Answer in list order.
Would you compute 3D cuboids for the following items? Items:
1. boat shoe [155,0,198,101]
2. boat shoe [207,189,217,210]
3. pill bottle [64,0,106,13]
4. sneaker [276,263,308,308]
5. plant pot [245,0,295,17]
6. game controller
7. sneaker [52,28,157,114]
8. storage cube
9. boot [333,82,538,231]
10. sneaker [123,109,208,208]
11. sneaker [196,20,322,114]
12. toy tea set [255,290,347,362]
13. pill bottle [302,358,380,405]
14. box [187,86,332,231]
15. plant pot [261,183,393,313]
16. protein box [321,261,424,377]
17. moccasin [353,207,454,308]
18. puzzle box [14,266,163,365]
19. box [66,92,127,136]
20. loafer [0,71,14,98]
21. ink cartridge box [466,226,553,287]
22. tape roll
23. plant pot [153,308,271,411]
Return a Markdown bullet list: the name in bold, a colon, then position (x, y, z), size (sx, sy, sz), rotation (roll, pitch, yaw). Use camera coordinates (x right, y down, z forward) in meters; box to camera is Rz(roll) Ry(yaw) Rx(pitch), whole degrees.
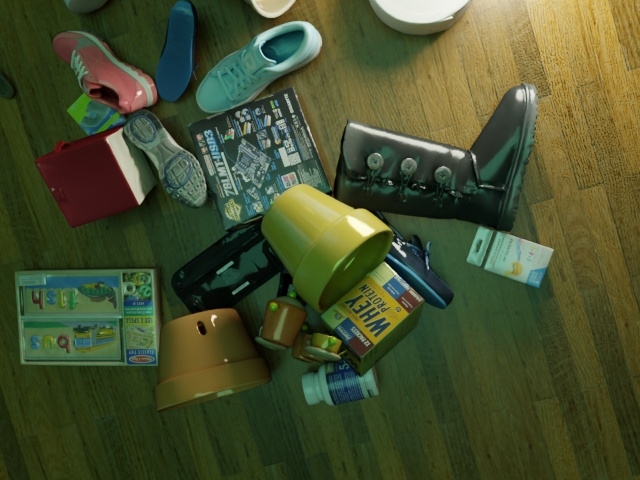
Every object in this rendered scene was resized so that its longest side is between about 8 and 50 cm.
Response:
- **boat shoe**: position (-0.356, -0.488, 1.480), size (0.109, 0.089, 0.258), rotation (23, 119, -9)
- **boat shoe**: position (-0.263, -0.094, 1.522), size (0.137, 0.049, 0.043), rotation (29, 99, -1)
- **pill bottle**: position (-0.664, -0.738, 1.472), size (0.152, 0.152, 0.271), rotation (-27, 90, 8)
- **sneaker**: position (-0.043, 0.051, 1.459), size (0.107, 0.124, 0.283), rotation (13, 95, 16)
- **plant pot**: position (-0.211, -0.748, 1.356), size (0.306, 0.334, 0.333), rotation (25, 96, 15)
- **game controller**: position (-0.245, 0.081, 1.532), size (0.319, 0.067, 0.166), rotation (-35, 104, 8)
- **sneaker**: position (-0.582, -0.436, 1.471), size (0.314, 0.136, 0.116), rotation (33, 137, 3)
- **storage cube**: position (-0.564, -0.172, 1.458), size (0.193, 0.183, 0.214), rotation (-17, 112, 7)
- **boot**: position (0.272, -0.232, 1.390), size (0.446, 0.146, 0.366), rotation (10, 91, 5)
- **sneaker**: position (-0.385, -0.207, 1.484), size (0.111, 0.129, 0.297), rotation (-35, 83, -3)
- **sneaker**: position (-0.173, -0.447, 1.434), size (0.366, 0.150, 0.135), rotation (-32, 89, 8)
- **toy tea set**: position (-0.051, 0.212, 1.380), size (0.200, 0.336, 0.124), rotation (20, 73, -6)
- **pill bottle**: position (0.052, 0.368, 1.482), size (0.187, 0.112, 0.111), rotation (-15, 92, 7)
- **box**: position (-0.154, -0.206, 1.461), size (0.294, 0.073, 0.295), rotation (-21, 86, 3)
- **plant pot**: position (0.000, 0.000, 1.323), size (0.239, 0.254, 0.254), rotation (43, 98, 22)
- **protein box**: position (0.124, 0.195, 1.375), size (0.201, 0.199, 0.136), rotation (-40, 68, -14)
- **moccasin**: position (0.212, 0.025, 1.428), size (0.342, 0.137, 0.117), rotation (44, 73, 3)
- **puzzle box**: position (-0.643, 0.213, 1.584), size (0.410, 0.052, 0.271), rotation (-2, 94, 7)
- **box**: position (-0.589, -0.321, 1.546), size (0.109, 0.042, 0.178), rotation (-42, 88, 8)
- **loafer**: position (-0.908, -0.454, 1.573), size (0.056, 0.050, 0.148), rotation (-44, 104, 11)
- **ink cartridge box**: position (0.475, 0.040, 1.435), size (0.182, 0.061, 0.104), rotation (19, 96, 6)
- **tape roll**: position (0.250, -0.658, 1.396), size (0.287, 0.100, 0.285), rotation (0, 94, 6)
- **plant pot**: position (-0.290, 0.298, 1.449), size (0.291, 0.291, 0.203), rotation (-19, 75, 8)
